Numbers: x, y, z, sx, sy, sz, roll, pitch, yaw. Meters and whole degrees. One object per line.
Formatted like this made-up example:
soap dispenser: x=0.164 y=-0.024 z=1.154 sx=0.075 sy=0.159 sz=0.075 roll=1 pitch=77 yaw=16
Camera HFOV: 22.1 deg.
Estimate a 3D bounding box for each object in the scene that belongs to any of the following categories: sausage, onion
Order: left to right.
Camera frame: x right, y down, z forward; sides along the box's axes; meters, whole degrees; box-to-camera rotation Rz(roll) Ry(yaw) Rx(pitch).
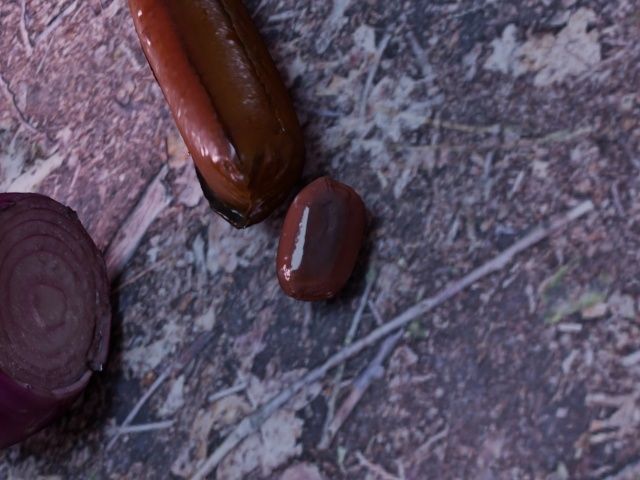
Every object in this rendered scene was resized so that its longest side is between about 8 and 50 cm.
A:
onion: x=-0.273 y=0.070 z=1.310 sx=0.200 sy=0.200 sz=0.207 roll=-28 pitch=72 yaw=26
sausage: x=-0.088 y=-0.140 z=1.316 sx=0.102 sy=0.102 sz=0.330 roll=-41 pitch=45 yaw=16
sausage: x=0.000 y=0.000 z=1.185 sx=0.059 sy=0.054 sz=0.094 roll=16 pitch=76 yaw=4
